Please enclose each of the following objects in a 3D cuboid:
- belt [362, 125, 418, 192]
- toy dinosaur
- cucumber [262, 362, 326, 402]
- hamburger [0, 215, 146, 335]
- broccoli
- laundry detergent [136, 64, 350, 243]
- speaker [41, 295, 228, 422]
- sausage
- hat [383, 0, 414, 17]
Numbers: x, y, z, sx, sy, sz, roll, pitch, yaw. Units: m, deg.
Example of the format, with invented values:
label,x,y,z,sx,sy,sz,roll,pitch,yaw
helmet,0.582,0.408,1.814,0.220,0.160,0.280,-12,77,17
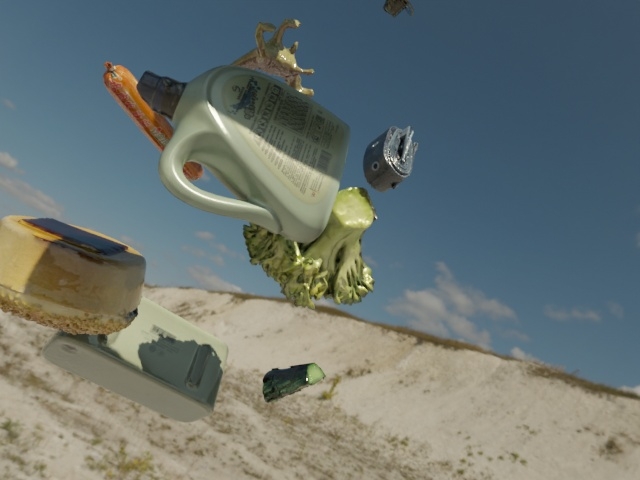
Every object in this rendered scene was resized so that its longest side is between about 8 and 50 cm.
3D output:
label,x,y,z,sx,sy,sz,roll,pitch,yaw
belt,0.205,-0.240,1.340,0.122,0.218,0.128,40,-47,-19
toy dinosaur,-0.126,-0.370,0.997,0.251,0.072,0.199,4,-40,-17
cucumber,-0.085,0.362,1.218,0.193,0.085,0.115,-25,-20,33
hamburger,-0.466,0.069,0.869,0.302,0.170,0.302,22,1,0
broccoli,0.000,0.000,0.911,0.288,0.247,0.245,9,-25,-26
laundry detergent,-0.109,-0.129,0.630,0.281,0.214,0.105,22,-24,-19
speaker,-0.431,0.275,1.169,0.406,0.184,0.183,36,-48,-22
sausage,-0.320,-0.217,0.942,0.053,0.053,0.348,18,-20,22
hat,0.198,-0.624,1.260,0.121,0.050,0.121,34,22,-16
